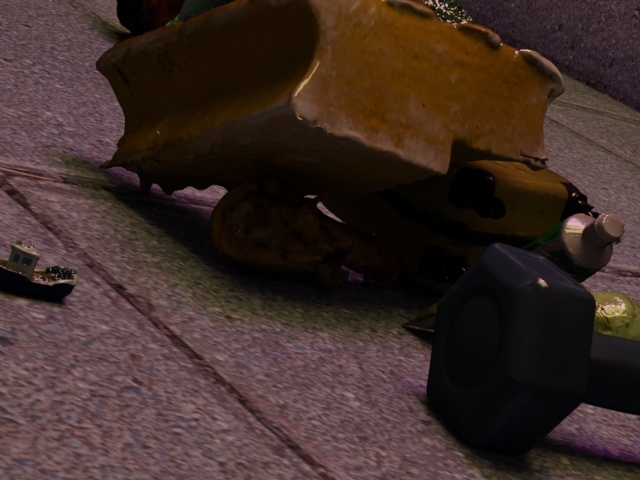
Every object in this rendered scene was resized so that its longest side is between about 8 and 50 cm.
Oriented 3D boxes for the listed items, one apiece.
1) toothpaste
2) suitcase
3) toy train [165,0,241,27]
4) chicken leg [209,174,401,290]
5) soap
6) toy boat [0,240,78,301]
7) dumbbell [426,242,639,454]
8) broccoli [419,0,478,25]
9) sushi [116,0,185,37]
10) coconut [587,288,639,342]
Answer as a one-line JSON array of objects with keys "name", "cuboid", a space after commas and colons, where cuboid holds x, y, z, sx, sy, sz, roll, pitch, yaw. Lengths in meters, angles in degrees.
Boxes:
[{"name": "toothpaste", "cuboid": [0.165, 0.034, 1.417, 0.078, 0.046, 0.248, 9, -27, -29]}, {"name": "suitcase", "cuboid": [0.126, -0.028, 1.663, 0.194, 0.143, 0.235, 6, 21, -44]}, {"name": "toy train", "cuboid": [-0.101, -0.258, 2.012, 0.167, 0.238, 0.299, 23, 15, -3]}, {"name": "chicken leg", "cuboid": [-0.002, -0.001, 1.505, 0.208, 0.085, 0.101, 17, -19, -38]}, {"name": "soap", "cuboid": [-0.001, -0.116, 1.567, 0.304, 0.169, 0.339, 16, -15, -36]}, {"name": "toy boat", "cuboid": [-0.213, 0.019, 1.227, 0.083, 0.038, 0.038, 14, 15, -28]}, {"name": "dumbbell", "cuboid": [0.245, 0.107, 1.337, 0.316, 0.156, 0.144, 14, -14, -26]}, {"name": "broccoli", "cuboid": [0.091, -0.188, 2.114, 0.269, 0.254, 0.269, 29, -21, 13]}, {"name": "sushi", "cuboid": [-0.114, -0.309, 2.344, 0.343, 0.196, 0.182, 7, 37, -27]}, {"name": "coconut", "cuboid": [0.253, 0.088, 1.537, 0.088, 0.096, 0.087, 0, 48, 0]}]
